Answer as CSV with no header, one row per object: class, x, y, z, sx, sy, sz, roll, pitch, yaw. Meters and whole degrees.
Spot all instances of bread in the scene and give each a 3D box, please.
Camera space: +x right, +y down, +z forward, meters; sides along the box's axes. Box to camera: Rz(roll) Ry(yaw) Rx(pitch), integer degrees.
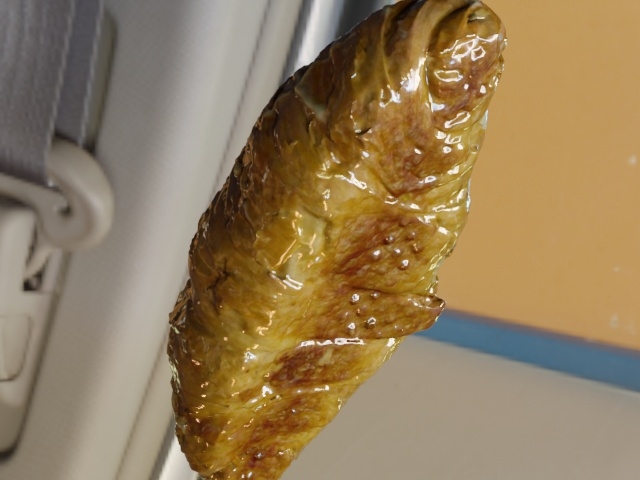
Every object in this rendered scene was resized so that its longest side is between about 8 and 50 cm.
bread,0.000,0.000,0.429,0.105,0.233,0.076,1,-141,-37
